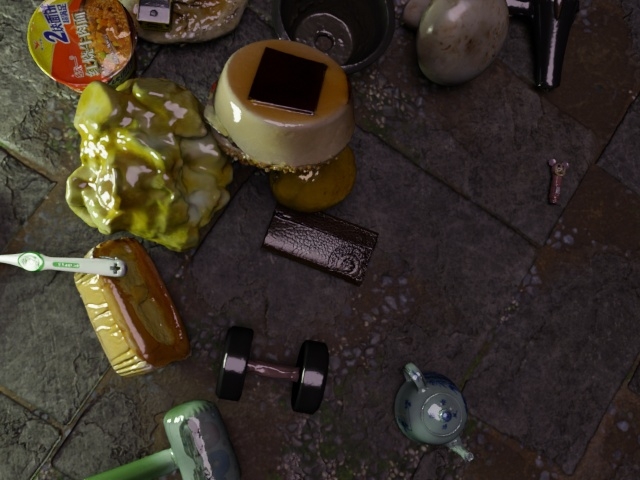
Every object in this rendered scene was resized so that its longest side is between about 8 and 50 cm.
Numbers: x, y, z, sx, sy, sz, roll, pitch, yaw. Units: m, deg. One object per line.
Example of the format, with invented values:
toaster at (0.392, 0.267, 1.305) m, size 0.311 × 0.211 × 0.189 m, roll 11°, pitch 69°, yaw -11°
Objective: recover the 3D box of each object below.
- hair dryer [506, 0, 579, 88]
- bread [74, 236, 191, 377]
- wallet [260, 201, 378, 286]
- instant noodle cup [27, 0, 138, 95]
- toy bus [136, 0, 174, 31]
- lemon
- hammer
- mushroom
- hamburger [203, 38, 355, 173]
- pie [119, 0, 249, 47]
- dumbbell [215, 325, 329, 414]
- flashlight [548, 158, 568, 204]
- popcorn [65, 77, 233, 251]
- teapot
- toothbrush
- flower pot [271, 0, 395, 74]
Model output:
hair dryer at (0.433, -0.525, 1.581) m, size 0.360 × 0.120 × 0.303 m, roll 5°, pitch 97°, yaw 4°
bread at (-0.388, 0.138, 1.356) m, size 0.119 × 0.152 × 0.288 m, roll -28°, pitch 85°, yaw 28°
wallet at (0.000, 0.000, 1.473) m, size 0.243 × 0.039 × 0.132 m, roll 22°, pitch 78°, yaw -6°
instant noodle cup at (-0.483, -0.397, 1.391) m, size 0.213 × 0.174 × 0.213 m, roll 1°, pitch 83°, yaw -6°
toy bus at (-0.343, -0.565, 1.402) m, size 0.081 × 0.074 × 0.226 m, roll 2°, pitch 84°, yaw -6°
lemon at (-0.013, -0.147, 1.423) m, size 0.207 × 0.170 × 0.170 m, roll -18°, pitch 86°, yaw -27°
hammer at (-0.344, 0.467, 1.347) m, size 0.336 × 0.119 × 0.206 m, roll -19°, pitch 86°, yaw -2°
mushroom at (0.296, -0.488, 1.495) m, size 0.244 × 0.243 × 0.243 m, roll 1°, pitch 83°, yaw -7°
hamburger at (-0.073, -0.259, 1.299) m, size 0.302 × 0.170 × 0.302 m, roll 7°, pitch 53°, yaw -9°
pie at (-0.322, -0.584, 1.481) m, size 0.339 × 0.077 × 0.339 m, roll 1°, pitch 83°, yaw -7°
dumbbell at (-0.100, 0.270, 1.372) m, size 0.218 × 0.152 × 0.152 m, roll 11°, pitch 82°, yaw -6°
flashlight at (0.563, -0.139, 1.563) m, size 0.052 × 0.031 × 0.110 m, roll 12°, pitch 82°, yaw -6°
popcorn at (-0.351, -0.162, 1.348) m, size 0.292 × 0.293 × 0.334 m, roll 14°, pitch 90°, yaw 38°
teapot at (0.246, 0.362, 1.407) m, size 0.159 × 0.159 × 0.232 m, roll -32°, pitch 88°, yaw -10°
toothbrush at (-0.565, 0.043, 1.316) m, size 0.418 × 0.040 × 0.042 m, roll 3°, pitch 94°, yaw 17°
flower pot at (0.018, -0.471, 1.469) m, size 0.269 × 0.166 × 0.269 m, roll 1°, pitch 82°, yaw -10°
